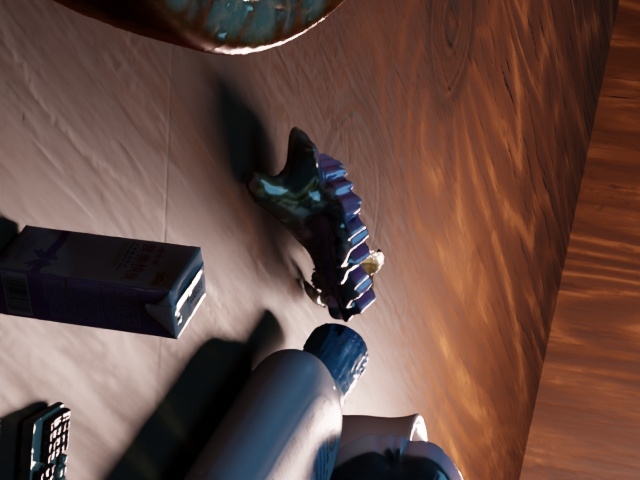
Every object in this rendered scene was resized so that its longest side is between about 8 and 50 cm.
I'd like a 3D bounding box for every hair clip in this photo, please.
[{"bbox_3d":[0.000,0.000,1.506,0.106,0.084,0.292,58,-6,27],"label":"hair clip"}]

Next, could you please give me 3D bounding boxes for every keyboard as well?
[{"bbox_3d":[-0.179,0.189,1.097,0.055,0.017,0.166,-27,124,-70],"label":"keyboard"}]

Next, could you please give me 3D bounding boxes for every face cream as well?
[{"bbox_3d":[-0.036,0.179,1.463,0.337,0.080,0.163,-57,150,-55],"label":"face cream"}]

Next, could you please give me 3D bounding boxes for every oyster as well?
[{"bbox_3d":[0.035,0.042,1.723,0.132,0.029,0.086,54,53,-72],"label":"oyster"}]

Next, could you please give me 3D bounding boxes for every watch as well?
[{"bbox_3d":[0.063,0.257,1.673,0.231,0.196,0.244,-63,154,-63],"label":"watch"}]

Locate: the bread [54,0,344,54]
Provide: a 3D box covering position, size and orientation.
[{"bbox_3d":[-0.058,-0.258,0.983,0.327,0.114,0.295,-4,109,-57],"label":"bread"}]

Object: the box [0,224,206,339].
[{"bbox_3d":[-0.128,0.023,1.003,0.051,0.117,0.036,-63,153,-52],"label":"box"}]
